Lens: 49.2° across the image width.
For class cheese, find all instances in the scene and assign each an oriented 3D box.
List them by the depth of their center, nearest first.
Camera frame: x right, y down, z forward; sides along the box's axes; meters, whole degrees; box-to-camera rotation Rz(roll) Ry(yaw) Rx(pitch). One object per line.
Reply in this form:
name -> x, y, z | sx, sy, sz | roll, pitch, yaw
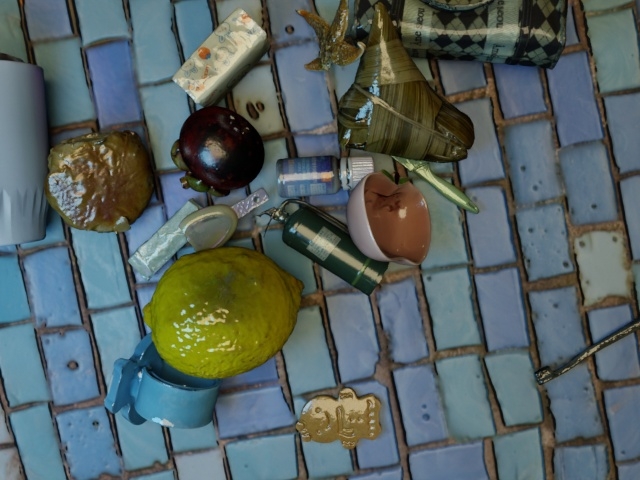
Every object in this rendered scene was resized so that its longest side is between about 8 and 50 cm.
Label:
cheese -> -0.192, -0.048, 1.433 | 0.192, 0.037, 0.097 | -33, 114, -2

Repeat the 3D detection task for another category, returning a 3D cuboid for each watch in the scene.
watch -> -0.309, 0.309, 1.431 | 0.193, 0.211, 0.211 | 18, 94, 18

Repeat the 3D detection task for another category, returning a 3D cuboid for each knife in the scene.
knife -> 0.219, -0.149, 1.476 | 0.293, 0.020, 0.043 | 35, 92, 1

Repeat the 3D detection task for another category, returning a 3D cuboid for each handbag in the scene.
handbag -> 0.283, -0.525, 1.389 | 0.415, 0.180, 0.317 | 6, 85, 6

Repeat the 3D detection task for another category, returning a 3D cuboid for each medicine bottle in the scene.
medicine bottle -> 0.011, -0.135, 1.451 | 0.203, 0.083, 0.084 | -3, 93, 0

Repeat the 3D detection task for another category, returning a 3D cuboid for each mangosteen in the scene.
mangosteen -> -0.213, -0.172, 1.420 | 0.199, 0.200, 0.200 | 0, 93, 1

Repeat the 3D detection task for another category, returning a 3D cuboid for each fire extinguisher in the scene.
fire extinguisher -> 0.000, 0.000, 1.457 | 0.294, 0.093, 0.118 | 32, 81, 0

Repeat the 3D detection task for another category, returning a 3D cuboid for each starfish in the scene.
starfish -> 0.026, -0.407, 1.373 | 0.050, 0.247, 0.138 | -11, 100, -28

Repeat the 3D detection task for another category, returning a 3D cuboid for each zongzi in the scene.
zongzi -> 0.190, -0.299, 1.369 | 0.285, 0.134, 0.289 | 7, 119, -11

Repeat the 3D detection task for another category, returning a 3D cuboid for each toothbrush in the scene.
toothbrush -> 0.589, 0.224, 1.485 | 0.297, 0.030, 0.031 | -30, 82, 3

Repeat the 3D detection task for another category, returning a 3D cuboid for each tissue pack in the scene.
tissue pack -> -0.196, -0.362, 1.410 | 0.092, 0.148, 0.196 | 43, 93, -4

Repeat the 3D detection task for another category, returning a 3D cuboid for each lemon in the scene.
lemon -> -0.185, 0.140, 1.377 | 0.321, 0.268, 0.269 | -11, 93, -3

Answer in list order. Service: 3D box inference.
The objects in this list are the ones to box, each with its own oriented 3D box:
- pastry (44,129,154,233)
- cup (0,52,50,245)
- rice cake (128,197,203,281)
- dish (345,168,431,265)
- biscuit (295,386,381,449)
pastry -> -0.444, -0.129, 1.424 | 0.218, 0.100, 0.229 | 43, 85, -28
cup -> -0.668, -0.177, 1.386 | 0.253, 0.253, 0.372 | -3, 97, 2
rice cake -> -0.316, -0.007, 1.474 | 0.069, 0.063, 0.206 | 44, 93, -7
dish -> 0.127, -0.037, 1.416 | 0.090, 0.213, 0.214 | -22, 93, 43
biscuit -> 0.043, 0.382, 1.508 | 0.183, 0.027, 0.134 | 10, 95, 1
